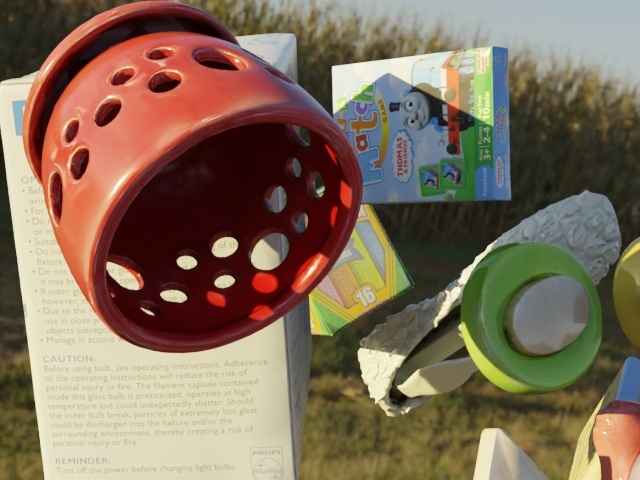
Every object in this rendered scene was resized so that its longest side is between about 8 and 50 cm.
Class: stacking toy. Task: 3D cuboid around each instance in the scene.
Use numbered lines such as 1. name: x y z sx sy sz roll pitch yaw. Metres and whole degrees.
1. stacking toy: 0.266 0.125 0.925 0.279 0.309 0.130 7 -12 -24

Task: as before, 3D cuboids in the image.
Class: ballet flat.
1. ballet flat: 0.221 0.102 1.438 0.147 0.409 0.147 40 26 -25

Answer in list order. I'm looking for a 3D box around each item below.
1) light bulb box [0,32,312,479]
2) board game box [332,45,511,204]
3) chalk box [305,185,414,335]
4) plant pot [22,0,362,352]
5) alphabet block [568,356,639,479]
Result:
1. light bulb box: -0.129 0.001 1.065 0.225 0.361 0.358 -3 14 2
2. board game box: 0.106 -0.120 1.229 0.211 0.160 0.039 -1 2 40
3. chalk box: 0.000 0.000 1.448 0.132 0.213 0.132 -30 4 -14
4. plant pot: -0.096 -0.048 0.742 0.191 0.191 0.174 7 30 -43
5. alphabet block: 0.488 0.328 1.662 0.192 0.197 0.193 25 44 8
